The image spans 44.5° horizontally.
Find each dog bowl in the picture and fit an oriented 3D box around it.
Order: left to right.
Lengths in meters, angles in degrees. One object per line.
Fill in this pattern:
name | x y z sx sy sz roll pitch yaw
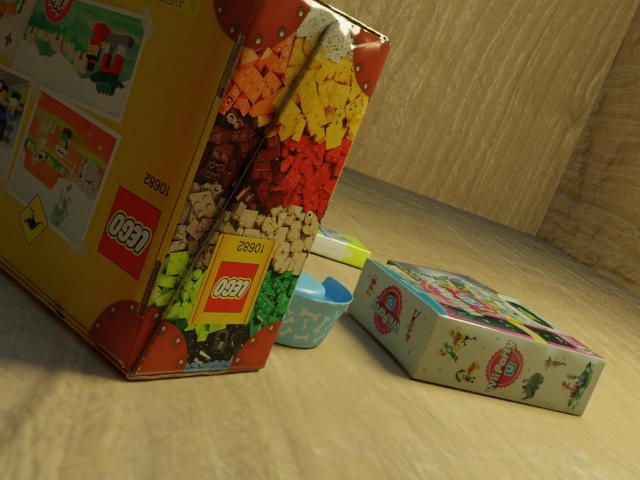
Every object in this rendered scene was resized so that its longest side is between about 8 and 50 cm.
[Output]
dog bowl | -0.091 0.048 1.028 0.166 0.074 0.297 11 14 -46

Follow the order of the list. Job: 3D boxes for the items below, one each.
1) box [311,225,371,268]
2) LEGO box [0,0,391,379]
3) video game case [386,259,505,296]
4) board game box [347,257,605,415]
box | 0.000 0.000 1.536 0.178 0.042 0.109 19 10 -18
LEGO box | -0.225 -0.134 0.867 0.500 0.372 0.193 29 13 35
video game case | 0.291 0.105 1.631 0.274 0.026 0.196 13 13 -42
board game box | 0.222 0.137 1.140 0.303 0.097 0.224 15 12 -26
